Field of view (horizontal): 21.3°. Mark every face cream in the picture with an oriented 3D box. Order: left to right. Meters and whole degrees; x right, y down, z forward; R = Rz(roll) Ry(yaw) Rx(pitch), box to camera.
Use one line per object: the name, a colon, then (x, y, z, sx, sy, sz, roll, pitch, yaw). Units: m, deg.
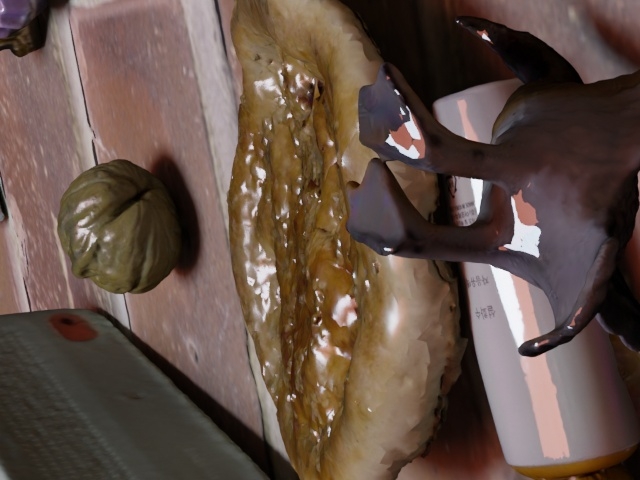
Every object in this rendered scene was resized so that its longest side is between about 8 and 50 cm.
face cream: (0.087, 0.027, 0.680, 0.072, 0.051, 0.182, -16, 88, 63)

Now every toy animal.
toy animal: (0.082, -0.037, 0.557, 0.197, 0.160, 0.272, 41, 129, 37)

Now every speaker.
speaker: (-0.157, 0.190, 1.113, 0.406, 0.183, 0.184, -147, 54, -60)

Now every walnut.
walnut: (-0.126, -0.008, 1.070, 0.092, 0.092, 0.092, 41, 138, 50)

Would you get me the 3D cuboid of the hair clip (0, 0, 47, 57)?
hair clip: (-0.213, -0.229, 1.146, 0.106, 0.084, 0.292, 35, 131, 29)

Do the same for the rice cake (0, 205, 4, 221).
rice cake: (-0.352, -0.050, 1.541, 0.290, 0.051, 0.081, 11, 115, 62)

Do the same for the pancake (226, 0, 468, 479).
pancake: (0.001, 0.000, 0.801, 0.282, 0.049, 0.282, 172, 90, -77)
